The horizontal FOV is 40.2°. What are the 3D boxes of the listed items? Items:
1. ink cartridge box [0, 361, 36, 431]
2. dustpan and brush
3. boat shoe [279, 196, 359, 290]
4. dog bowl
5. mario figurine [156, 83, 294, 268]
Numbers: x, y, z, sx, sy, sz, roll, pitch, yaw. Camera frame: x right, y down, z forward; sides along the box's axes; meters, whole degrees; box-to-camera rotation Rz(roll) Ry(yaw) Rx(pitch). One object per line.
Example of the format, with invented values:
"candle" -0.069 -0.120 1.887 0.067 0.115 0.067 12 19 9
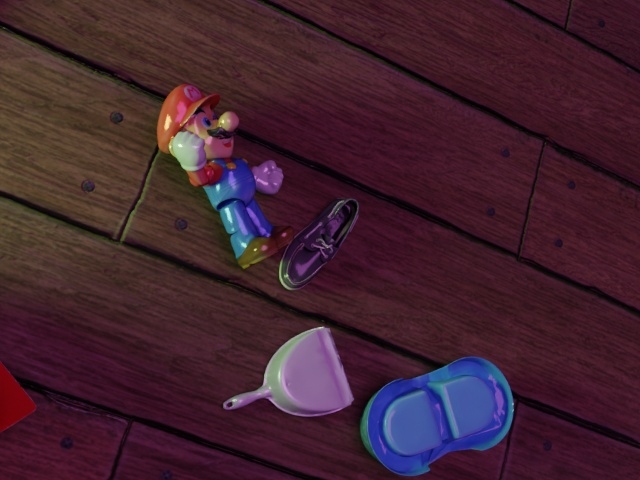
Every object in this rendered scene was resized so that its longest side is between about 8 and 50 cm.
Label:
"ink cartridge box" -0.577 0.161 1.168 0.309 0.130 0.272 43 49 18
"dustpan and brush" -0.063 0.246 1.487 0.211 0.060 0.147 -16 83 -31
"boat shoe" 0.000 0.000 1.554 0.075 0.065 0.206 42 67 -9
"dog bowl" 0.202 0.312 1.563 0.297 0.074 0.166 -14 84 -24
"mario figurine" -0.145 -0.123 1.459 0.170 0.198 0.320 -32 96 -12
